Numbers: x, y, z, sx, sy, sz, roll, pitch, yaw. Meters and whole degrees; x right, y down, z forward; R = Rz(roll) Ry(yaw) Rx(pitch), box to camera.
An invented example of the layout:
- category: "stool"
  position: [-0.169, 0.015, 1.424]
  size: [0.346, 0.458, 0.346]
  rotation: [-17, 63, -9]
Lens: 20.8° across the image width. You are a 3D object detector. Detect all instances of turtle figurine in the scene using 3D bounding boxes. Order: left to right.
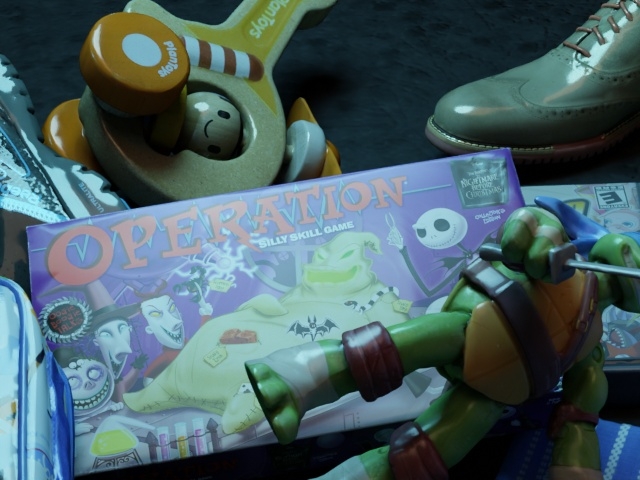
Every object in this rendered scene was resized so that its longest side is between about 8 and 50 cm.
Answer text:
- category: "turtle figurine"
  position: [0.110, 0.089, 0.996]
  size: [0.266, 0.198, 0.275]
  rotation: [-25, 54, -5]

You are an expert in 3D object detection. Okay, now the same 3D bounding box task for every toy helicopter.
- category: "toy helicopter"
  position: [-0.058, -0.136, 1.456]
  size: [0.235, 0.140, 0.355]
  rotation: [33, 45, -3]

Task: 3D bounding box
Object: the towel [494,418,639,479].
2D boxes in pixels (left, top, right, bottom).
- category: "towel"
  position: [0.252, 0.195, 1.027]
  size: [0.336, 0.040, 0.243]
  rotation: [10, 34, 19]

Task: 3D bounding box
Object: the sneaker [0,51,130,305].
- category: "sneaker"
  position: [-0.277, -0.056, 1.337]
  size: [0.139, 0.125, 0.341]
  rotation: [-28, 53, -27]

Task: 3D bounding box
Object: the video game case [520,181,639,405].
- category: "video game case"
  position: [0.154, 0.035, 1.286]
  size: [0.274, 0.035, 0.248]
  rotation: [-2, 33, 2]

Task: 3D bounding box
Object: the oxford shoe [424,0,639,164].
- category: "oxford shoe"
  position: [0.241, -0.161, 1.493]
  size: [0.348, 0.130, 0.123]
  rotation: [-19, 36, -24]

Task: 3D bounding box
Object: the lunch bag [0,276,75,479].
- category: "lunch bag"
  position: [-0.252, 0.159, 1.011]
  size: [0.243, 0.115, 0.303]
  rotation: [-12, 41, 0]

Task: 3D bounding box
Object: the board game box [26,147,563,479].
- category: "board game box"
  position: [-0.019, 0.055, 1.175]
  size: [0.346, 0.056, 0.208]
  rotation: [-10, 50, -3]
